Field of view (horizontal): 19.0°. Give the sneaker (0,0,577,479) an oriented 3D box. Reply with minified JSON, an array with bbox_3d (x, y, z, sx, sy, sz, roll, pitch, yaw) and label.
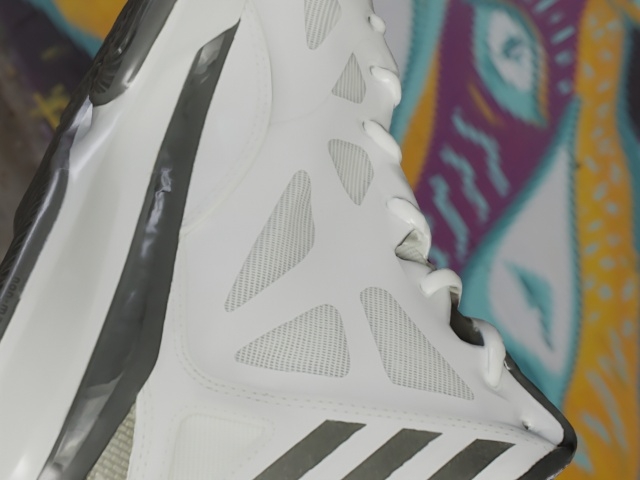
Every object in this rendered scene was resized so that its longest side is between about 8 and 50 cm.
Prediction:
[{"bbox_3d":[-0.001,0.001,0.884,0.257,0.169,0.448,29,54,-11],"label":"sneaker"}]
